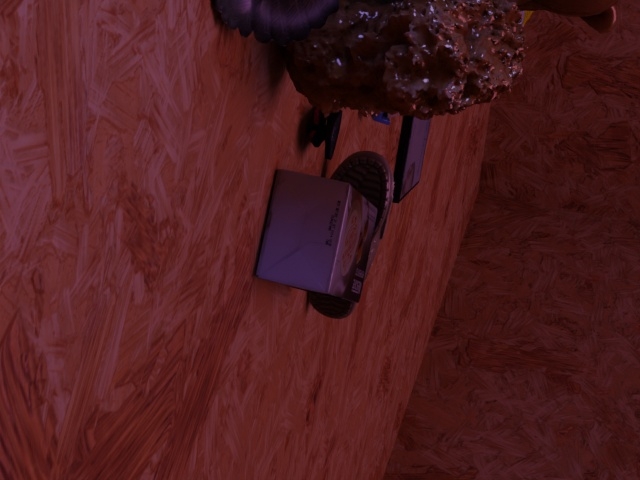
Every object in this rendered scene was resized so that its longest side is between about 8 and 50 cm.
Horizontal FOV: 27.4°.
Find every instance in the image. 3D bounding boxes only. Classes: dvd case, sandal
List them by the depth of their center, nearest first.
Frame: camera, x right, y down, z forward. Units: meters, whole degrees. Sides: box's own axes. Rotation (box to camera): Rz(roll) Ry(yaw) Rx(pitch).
[{"bbox_3d":[0.004,-0.153,1.752,0.179,0.040,0.067,-92,-164,-74],"label":"sandal"},{"bbox_3d":[0.187,-0.184,2.659,0.253,0.022,0.180,-42,142,-72],"label":"dvd case"}]

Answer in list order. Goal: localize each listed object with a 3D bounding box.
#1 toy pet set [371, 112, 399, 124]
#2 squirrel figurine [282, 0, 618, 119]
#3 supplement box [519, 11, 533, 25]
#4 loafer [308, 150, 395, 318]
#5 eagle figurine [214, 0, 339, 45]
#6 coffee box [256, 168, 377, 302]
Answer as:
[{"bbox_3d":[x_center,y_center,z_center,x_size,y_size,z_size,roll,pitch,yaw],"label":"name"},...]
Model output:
[{"bbox_3d":[0.094,-0.242,2.096,0.122,0.065,0.114,87,-16,-62],"label":"toy pet set"},{"bbox_3d":[0.158,-0.289,1.486,0.281,0.370,0.397,76,29,-66],"label":"squirrel figurine"},{"bbox_3d":[0.221,-0.413,1.962,0.356,0.195,0.194,-55,157,-33],"label":"supplement box"},{"bbox_3d":[0.043,-0.016,1.938,0.092,0.101,0.269,-58,167,-64],"label":"loafer"},{"bbox_3d":[-0.010,-0.339,1.205,0.226,0.225,0.298,-25,175,-27],"label":"eagle figurine"},{"bbox_3d":[0.000,0.000,1.708,0.246,0.098,0.141,32,70,-78],"label":"coffee box"}]
